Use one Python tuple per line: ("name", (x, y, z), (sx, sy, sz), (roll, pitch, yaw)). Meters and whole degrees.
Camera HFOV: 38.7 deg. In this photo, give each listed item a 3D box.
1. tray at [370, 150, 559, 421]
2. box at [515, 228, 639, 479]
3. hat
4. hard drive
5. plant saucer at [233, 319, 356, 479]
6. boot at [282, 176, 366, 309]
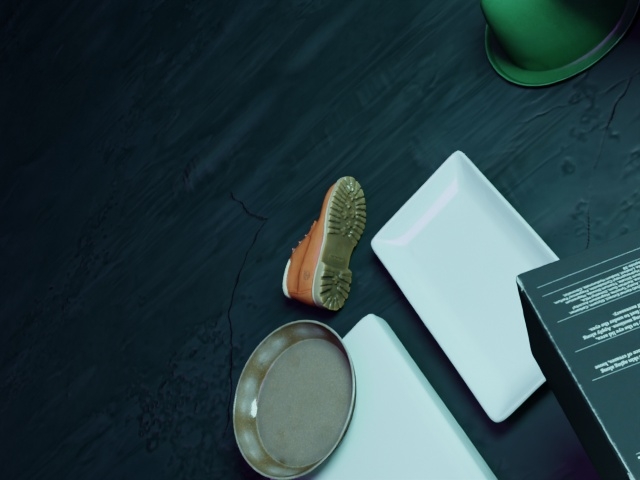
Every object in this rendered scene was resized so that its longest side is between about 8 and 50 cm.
("tray", (0.161, 0.039, 0.911), (0.145, 0.030, 0.270), (-46, 46, 15))
("box", (0.292, 0.068, 0.609), (0.261, 0.103, 0.184), (-21, 41, 2))
("hat", (0.191, -0.268, 0.922), (0.208, 0.183, 0.173), (-32, 51, 28))
("hard drive", (0.061, 0.246, 0.894), (0.203, 0.040, 0.307), (-48, 45, 14))
("plant saucer", (-0.023, 0.168, 0.960), (0.168, 0.029, 0.168), (-20, 57, 34))
("boot", (0.000, 0.000, 1.063), (0.085, 0.059, 0.157), (2, 73, 49))
